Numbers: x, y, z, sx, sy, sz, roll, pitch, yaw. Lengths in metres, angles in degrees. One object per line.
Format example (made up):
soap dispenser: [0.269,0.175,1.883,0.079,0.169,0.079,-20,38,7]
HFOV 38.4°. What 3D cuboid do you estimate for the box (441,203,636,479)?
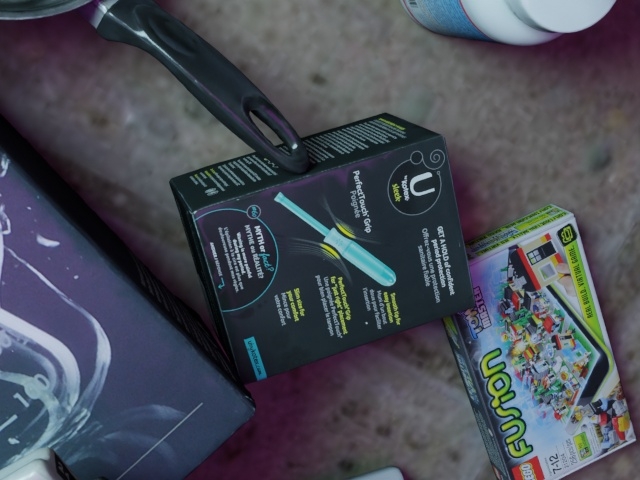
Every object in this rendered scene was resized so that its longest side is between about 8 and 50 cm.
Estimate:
box: [0.164,0.088,0.708,0.114,0.036,0.206,-25,111,-8]

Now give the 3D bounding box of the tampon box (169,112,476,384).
tampon box: [0.000,0.000,0.600,0.161,0.101,0.120,-17,110,-12]

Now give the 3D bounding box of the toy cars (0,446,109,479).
toy cars: [-0.210,0.142,0.394,0.394,0.087,0.176,19,102,-25]

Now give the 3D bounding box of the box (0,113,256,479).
box: [-0.274,0.076,0.494,0.343,0.179,0.312,-43,111,-4]

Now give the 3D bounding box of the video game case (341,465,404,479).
video game case: [-0.040,0.362,0.650,0.300,0.036,0.328,-14,80,-12]

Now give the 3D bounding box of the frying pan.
frying pan: [-0.134,-0.178,0.510,0.326,0.053,0.197,25,63,-29]

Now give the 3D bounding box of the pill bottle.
pill bottle: [0.111,-0.163,0.555,0.087,0.160,0.087,-4,107,-15]
